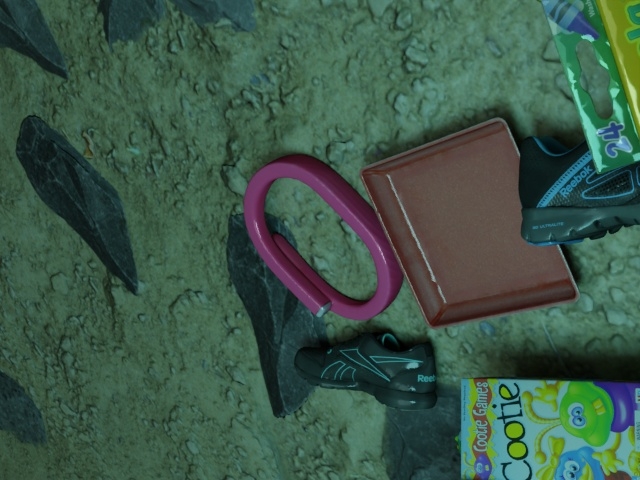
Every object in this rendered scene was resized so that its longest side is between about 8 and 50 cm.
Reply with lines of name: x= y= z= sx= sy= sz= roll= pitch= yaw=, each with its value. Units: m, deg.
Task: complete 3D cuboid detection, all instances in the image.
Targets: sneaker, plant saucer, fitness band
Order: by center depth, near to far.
sneaker: x=0.373 y=-0.080 z=1.115 sx=0.341 sy=0.125 sz=0.139 roll=-9 pitch=86 yaw=35
plant saucer: x=0.204 y=-0.020 z=1.348 sx=0.259 sy=0.048 sz=0.258 roll=-17 pitch=101 yaw=46
fitness band: x=0.000 y=0.000 z=1.532 sx=0.291 sy=0.054 sz=0.209 roll=45 pitch=134 yaw=11
sneaker: x=0.073 y=0.189 z=1.562 sx=0.267 sy=0.101 sz=0.106 roll=9 pitch=97 yaw=37

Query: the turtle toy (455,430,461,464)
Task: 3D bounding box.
turtle toy: x=0.254 y=0.312 z=1.471 sx=0.130 sy=0.066 sz=0.095 roll=11 pitch=119 yaw=37

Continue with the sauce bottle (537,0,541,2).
sauce bottle: x=0.286 y=-0.296 z=1.078 sx=0.344 sy=0.111 sz=0.111 roll=32 pitch=131 yaw=12

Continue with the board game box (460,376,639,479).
board game box: x=0.333 y=0.250 z=1.282 sx=0.275 sy=0.142 sz=0.144 roll=-6 pitch=80 yaw=43

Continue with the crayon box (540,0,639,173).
crayon box: x=0.399 y=-0.195 z=0.965 sx=0.323 sy=0.083 sz=0.203 roll=-18 pitch=102 yaw=19
